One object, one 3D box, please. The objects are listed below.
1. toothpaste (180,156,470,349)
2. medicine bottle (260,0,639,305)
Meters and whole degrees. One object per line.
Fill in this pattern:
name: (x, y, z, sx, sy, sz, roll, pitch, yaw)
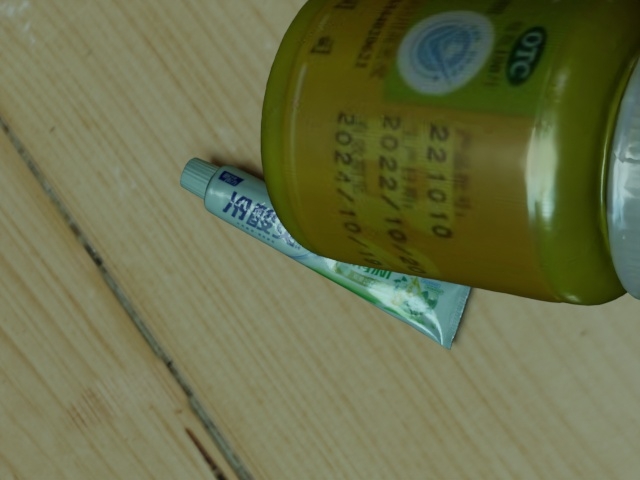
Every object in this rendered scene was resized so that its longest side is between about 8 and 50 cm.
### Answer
toothpaste: (0.000, 0.000, 1.225, 0.297, 0.048, 0.075, 27, 117, 22)
medicine bottle: (0.167, -0.067, 0.962, 0.384, 0.224, 0.224, 11, 112, 33)
